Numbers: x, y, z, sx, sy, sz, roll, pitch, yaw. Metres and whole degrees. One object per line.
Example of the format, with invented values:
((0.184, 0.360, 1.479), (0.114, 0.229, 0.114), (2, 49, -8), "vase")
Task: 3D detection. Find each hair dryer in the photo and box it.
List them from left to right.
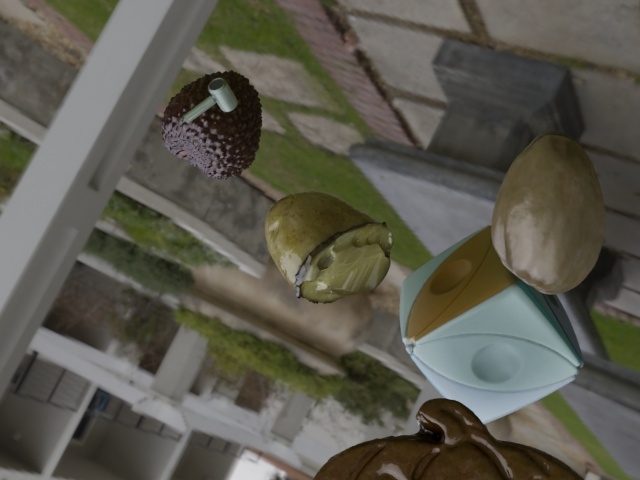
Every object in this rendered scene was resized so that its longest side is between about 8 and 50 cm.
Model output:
((-0.221, -0.253, 1.727), (0.038, 0.124, 0.063), (48, 174, 39), "hair dryer")

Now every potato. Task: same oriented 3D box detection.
((0.000, 0.000, 1.892), (0.285, 0.242, 0.243), (-9, -161, -44), "potato")

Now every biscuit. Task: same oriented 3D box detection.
((0.160, 0.371, 1.107), (0.394, 0.350, 0.070), (-7, 170, 14), "biscuit")

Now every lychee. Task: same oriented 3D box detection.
((-0.252, -0.295, 2.221), (0.271, 0.271, 0.271), (26, 170, 5), "lychee")

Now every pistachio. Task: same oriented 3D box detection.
((0.254, -0.028, 1.008), (0.126, 0.185, 0.108), (-3, -166, 8), "pistachio")

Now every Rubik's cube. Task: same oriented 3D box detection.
((0.430, 0.214, 2.323), (0.351, 0.347, 0.352), (49, -161, -23), "Rubik's cube")
